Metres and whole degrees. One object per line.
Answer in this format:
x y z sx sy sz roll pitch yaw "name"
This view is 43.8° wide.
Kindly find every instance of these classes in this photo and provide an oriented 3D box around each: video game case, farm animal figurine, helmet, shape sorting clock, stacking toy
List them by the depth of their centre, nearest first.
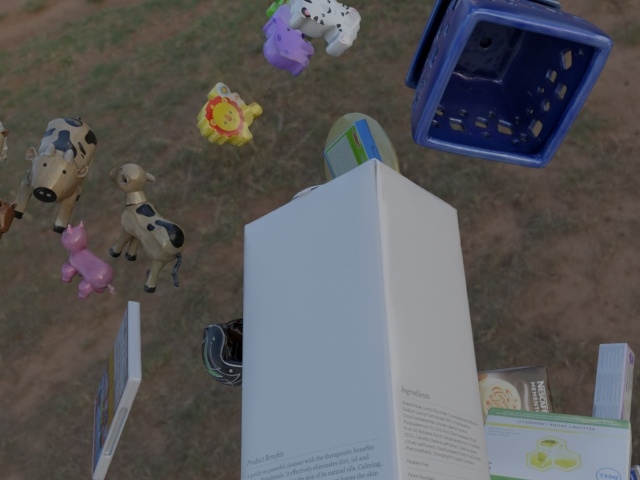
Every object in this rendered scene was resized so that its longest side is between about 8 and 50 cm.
-0.019 -0.197 0.665 0.167 0.052 0.221 -32 33 50 "stacking toy"
-0.372 -0.081 1.190 0.172 0.330 0.326 -59 37 29 "farm animal figurine"
0.073 -0.124 1.418 0.040 0.206 0.206 -15 27 -30 "shape sorting clock"
-0.388 0.285 1.512 0.025 0.285 0.204 12 34 -22 "video game case"
-0.212 0.278 1.960 0.170 0.161 0.169 -13 -5 -1 "helmet"

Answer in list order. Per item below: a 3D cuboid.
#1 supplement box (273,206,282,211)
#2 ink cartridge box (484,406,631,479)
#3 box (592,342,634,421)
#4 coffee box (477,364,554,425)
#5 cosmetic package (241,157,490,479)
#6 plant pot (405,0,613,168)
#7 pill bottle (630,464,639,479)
0.000 0.000 1.890 0.130 0.073 0.239 -17 46 -30 "supplement box"
0.255 0.288 0.896 0.171 0.056 0.235 2 27 22 "ink cartridge box"
0.632 0.379 1.728 0.067 0.063 0.323 -9 50 37 "box"
0.376 0.356 1.753 0.247 0.141 0.098 -5 -9 -14 "coffee box"
0.037 0.131 0.786 0.197 0.155 0.365 -23 55 37 "cosmetic package"
0.273 -0.277 1.253 0.236 0.235 0.212 9 37 -14 "plant pot"
0.515 0.441 1.421 0.120 0.067 0.067 -9 36 7 "pill bottle"
